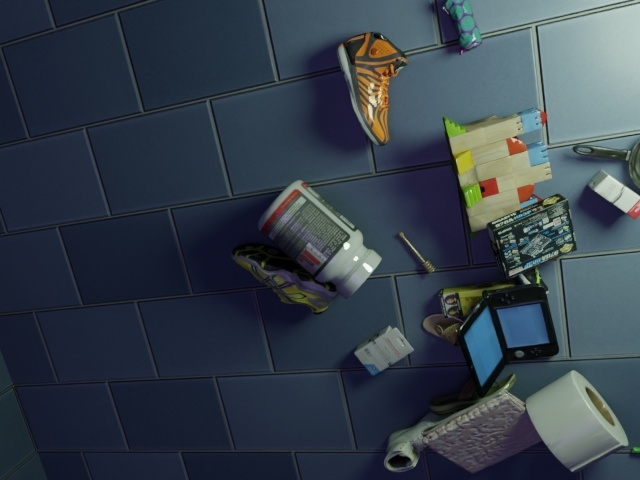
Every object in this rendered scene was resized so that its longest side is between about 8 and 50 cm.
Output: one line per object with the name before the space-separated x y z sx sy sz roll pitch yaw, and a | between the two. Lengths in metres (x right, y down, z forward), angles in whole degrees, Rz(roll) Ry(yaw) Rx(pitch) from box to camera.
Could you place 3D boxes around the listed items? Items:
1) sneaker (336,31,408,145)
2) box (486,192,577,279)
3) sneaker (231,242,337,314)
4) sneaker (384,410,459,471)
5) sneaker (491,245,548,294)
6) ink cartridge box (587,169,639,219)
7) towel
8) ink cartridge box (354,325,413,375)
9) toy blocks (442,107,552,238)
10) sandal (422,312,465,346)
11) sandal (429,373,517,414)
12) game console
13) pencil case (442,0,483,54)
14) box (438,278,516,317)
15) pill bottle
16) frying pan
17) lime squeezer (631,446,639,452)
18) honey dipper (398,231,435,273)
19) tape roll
sneaker | 0.176 -0.442 1.570 0.180 0.124 0.321 -18 100 21
box | 0.591 -0.010 1.527 0.220 0.051 0.175 -24 118 2
sneaker | -0.133 0.130 1.825 0.385 0.145 0.147 24 116 12
sneaker | 0.342 0.680 1.835 0.293 0.169 0.108 -37 91 21
sneaker | 0.608 0.062 1.616 0.097 0.084 0.234 -43 91 22
ink cartridge box | 0.810 -0.127 1.492 0.135 0.099 0.056 36 113 3
towel | 0.538 0.617 1.752 0.332 0.053 0.317 -38 122 23
ink cartridge box | 0.217 0.361 1.833 0.180 0.060 0.104 -37 93 23
toy blocks | 0.513 -0.201 1.530 0.261 0.190 0.381 -15 112 11
sandal | 0.442 0.301 1.739 0.240 0.079 0.088 18 110 11
sandal | 0.484 0.485 1.767 0.303 0.120 0.086 -24 84 22
game console | 0.559 0.299 1.611 0.250 0.173 0.293 -12 122 22
pencil case | 0.387 -0.594 1.496 0.070 0.064 0.151 -24 98 5
box | 0.492 0.182 1.700 0.233 0.058 0.087 -9 103 18
pill bottle | 0.000 0.000 1.708 0.363 0.210 0.210 42 113 2
frying pan | 0.870 -0.200 1.480 0.326 0.053 0.197 -11 103 21
lime squeezer | 1.130 0.665 1.659 0.311 0.059 0.109 16 110 10
honey dipper | 0.302 0.035 1.730 0.030 0.030 0.160 -39 88 23
tape roll | 0.758 0.534 1.628 0.169 0.246 0.246 -42 91 22
